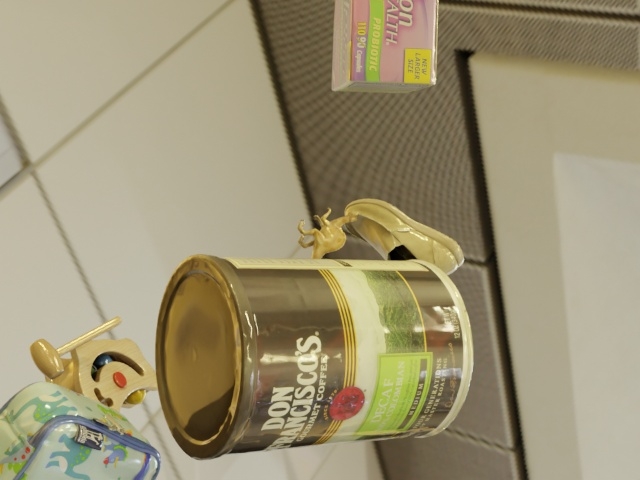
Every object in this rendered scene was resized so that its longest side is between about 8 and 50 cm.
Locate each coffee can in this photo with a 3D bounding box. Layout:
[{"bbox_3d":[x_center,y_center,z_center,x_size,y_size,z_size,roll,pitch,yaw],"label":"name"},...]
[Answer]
[{"bbox_3d":[-0.008,0.117,1.087,0.201,0.275,0.202,-3,-94,57],"label":"coffee can"}]

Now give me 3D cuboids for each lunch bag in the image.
[{"bbox_3d":[-0.269,0.254,0.996,0.090,0.219,0.176,35,-4,40],"label":"lunch bag"}]

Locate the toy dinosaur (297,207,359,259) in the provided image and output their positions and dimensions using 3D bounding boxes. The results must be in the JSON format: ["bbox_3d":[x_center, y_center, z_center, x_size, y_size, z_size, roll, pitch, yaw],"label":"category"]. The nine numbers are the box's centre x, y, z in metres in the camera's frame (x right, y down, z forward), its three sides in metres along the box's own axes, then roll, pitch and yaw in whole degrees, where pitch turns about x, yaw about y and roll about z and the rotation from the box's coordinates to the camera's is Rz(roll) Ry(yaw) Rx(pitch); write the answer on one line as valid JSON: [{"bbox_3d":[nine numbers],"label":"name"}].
[{"bbox_3d":[0.000,0.000,1.950,0.092,0.183,0.053,26,-18,26],"label":"toy dinosaur"}]

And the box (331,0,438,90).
[{"bbox_3d":[0.087,-0.321,1.462,0.117,0.243,0.214,1,-84,-6],"label":"box"}]

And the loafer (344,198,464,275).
[{"bbox_3d":[0.144,0.002,1.992,0.268,0.092,0.102,24,-32,32],"label":"loafer"}]

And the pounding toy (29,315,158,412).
[{"bbox_3d":[-0.336,0.223,1.642,0.154,0.269,0.154,-33,-108,20],"label":"pounding toy"}]
